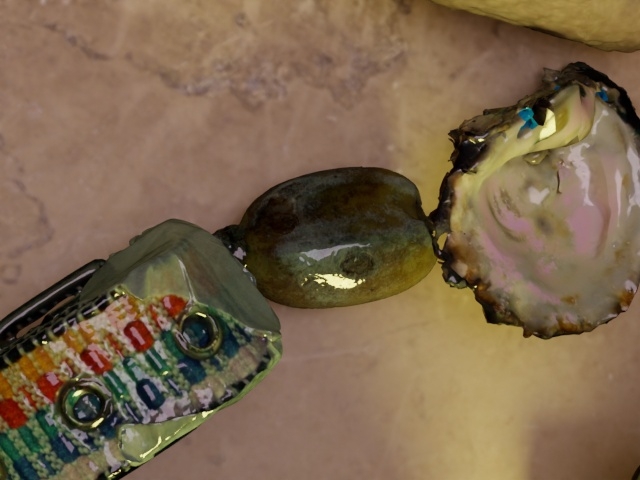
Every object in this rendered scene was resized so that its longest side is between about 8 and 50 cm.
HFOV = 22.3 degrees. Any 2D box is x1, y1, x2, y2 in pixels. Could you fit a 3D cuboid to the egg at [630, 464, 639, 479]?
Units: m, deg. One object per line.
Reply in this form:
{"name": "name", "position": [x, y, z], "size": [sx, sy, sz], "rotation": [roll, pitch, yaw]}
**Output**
{"name": "egg", "position": [0.335, 0.239, 1.243], "size": [0.231, 0.169, 0.169], "rotation": [39, 78, -16]}

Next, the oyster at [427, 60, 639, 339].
{"name": "oyster", "position": [0.188, -0.041, 1.331], "size": [0.198, 0.092, 0.260], "rotation": [27, 74, -23]}

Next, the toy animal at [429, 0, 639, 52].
{"name": "toy animal", "position": [0.151, -0.282, 1.286], "size": [0.358, 0.226, 0.188], "rotation": [12, 55, -14]}

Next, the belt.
{"name": "belt", "position": [-0.157, 0.096, 1.199], "size": [0.257, 0.207, 0.150], "rotation": [-34, 95, -5]}

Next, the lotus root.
{"name": "lotus root", "position": [0.000, 0.000, 1.302], "size": [0.192, 0.088, 0.113], "rotation": [-9, 71, -12]}
